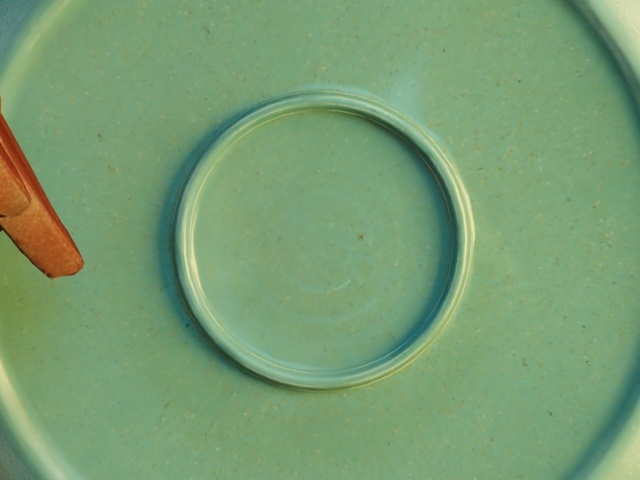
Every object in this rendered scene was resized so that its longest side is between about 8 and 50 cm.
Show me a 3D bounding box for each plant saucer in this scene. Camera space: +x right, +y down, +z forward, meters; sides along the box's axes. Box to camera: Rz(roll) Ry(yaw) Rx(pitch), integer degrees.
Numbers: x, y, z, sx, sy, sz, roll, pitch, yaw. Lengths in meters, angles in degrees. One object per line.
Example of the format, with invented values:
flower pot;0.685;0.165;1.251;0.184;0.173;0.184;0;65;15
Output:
plant saucer;0.000;0.000;0.503;0.317;0.044;0.318;0;91;0

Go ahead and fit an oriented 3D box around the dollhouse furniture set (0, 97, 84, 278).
dollhouse furniture set;-0.133;0.095;0.361;0.201;0.152;0.374;-27;75;-5
